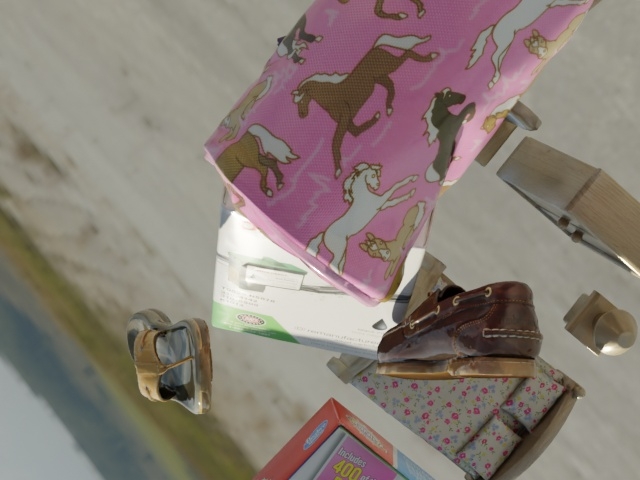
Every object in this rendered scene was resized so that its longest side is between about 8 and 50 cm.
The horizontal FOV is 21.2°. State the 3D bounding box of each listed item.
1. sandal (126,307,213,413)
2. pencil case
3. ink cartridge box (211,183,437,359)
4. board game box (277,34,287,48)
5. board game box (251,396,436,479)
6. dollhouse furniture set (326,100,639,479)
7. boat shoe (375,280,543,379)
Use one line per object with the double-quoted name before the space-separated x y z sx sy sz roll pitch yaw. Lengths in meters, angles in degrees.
"sandal" -0.121 0.090 1.287 0.180 0.049 0.072 -165 69 -65
"pencil case" 0.094 -0.148 1.089 0.160 0.386 0.167 38 -175 -1
"ink cartridge box" 0.000 0.000 1.348 0.160 0.093 0.219 11 153 1
"board game box" 0.030 -0.049 1.927 0.208 0.056 0.347 72 178 -51
"board game box" -0.005 0.349 1.732 0.242 0.316 0.064 41 -171 -20
"dollhouse furniture set" 0.122 0.082 1.473 0.303 0.355 0.174 39 180 -21
"boat shoe" 0.103 0.069 1.276 0.207 0.073 0.073 166 105 -63
